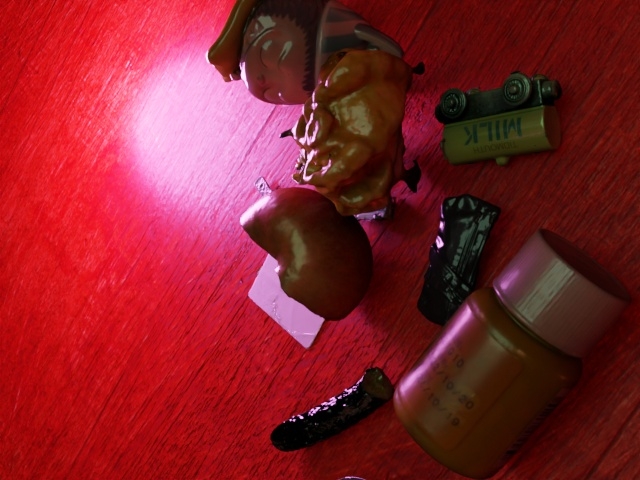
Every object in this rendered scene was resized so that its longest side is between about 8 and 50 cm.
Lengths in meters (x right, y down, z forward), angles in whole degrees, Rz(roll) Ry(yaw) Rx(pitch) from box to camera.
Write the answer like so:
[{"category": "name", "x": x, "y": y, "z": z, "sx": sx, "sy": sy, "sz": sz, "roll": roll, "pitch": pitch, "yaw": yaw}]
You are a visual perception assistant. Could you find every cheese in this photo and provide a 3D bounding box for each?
[{"category": "cheese", "x": -0.095, "y": -0.072, "z": 2.105, "sx": 0.097, "sy": 0.037, "sz": 0.192, "roll": -48, "pitch": 54, "yaw": 19}]

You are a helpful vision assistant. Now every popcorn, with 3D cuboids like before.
[{"category": "popcorn", "x": 0.058, "y": -0.204, "z": 1.814, "sx": 0.281, "sy": 0.297, "sz": 0.316, "roll": -1, "pitch": 93, "yaw": 7}]

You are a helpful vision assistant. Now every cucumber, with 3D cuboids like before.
[{"category": "cucumber", "x": 0.014, "y": 0.350, "z": 1.893, "sx": 0.303, "sy": 0.072, "sz": 0.081, "roll": -37, "pitch": 61, "yaw": 30}]

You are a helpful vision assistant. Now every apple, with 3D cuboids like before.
[{"category": "apple", "x": 0.000, "y": 0.000, "z": 1.879, "sx": 0.163, "sy": 0.251, "sz": 0.293, "roll": -45, "pitch": 61, "yaw": 19}]

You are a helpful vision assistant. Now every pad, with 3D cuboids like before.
[{"category": "pad", "x": -0.060, "y": 0.108, "z": 2.057, "sx": 0.232, "sy": 0.004, "sz": 0.156, "roll": 38, "pitch": 106, "yaw": 40}]

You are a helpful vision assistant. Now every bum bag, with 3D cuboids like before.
[{"category": "bum bag", "x": 0.252, "y": 0.039, "z": 1.766, "sx": 0.123, "sy": 0.060, "sz": 0.248, "roll": 25, "pitch": 98, "yaw": 43}]

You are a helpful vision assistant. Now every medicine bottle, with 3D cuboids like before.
[{"category": "medicine bottle", "x": 0.310, "y": 0.184, "z": 1.572, "sx": 0.384, "sy": 0.224, "sz": 0.224, "roll": -54, "pitch": 52, "yaw": 19}]

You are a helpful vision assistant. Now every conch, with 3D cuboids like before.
[{"category": "conch", "x": -0.030, "y": -0.159, "z": 2.042, "sx": 0.121, "sy": 0.074, "sz": 0.089, "roll": -29, "pitch": 25, "yaw": 56}]

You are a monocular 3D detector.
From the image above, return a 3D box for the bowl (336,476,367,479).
[{"category": "bowl", "x": 0.090, "y": 0.537, "z": 1.758, "sx": 0.211, "sy": 0.112, "sz": 0.211, "roll": -9, "pitch": 75, "yaw": 39}]

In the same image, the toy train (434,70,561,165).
[{"category": "toy train", "x": 0.322, "y": -0.213, "z": 1.746, "sx": 0.253, "sy": 0.105, "sz": 0.157, "roll": -6, "pitch": 90, "yaw": 40}]

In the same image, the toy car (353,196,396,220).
[{"category": "toy car", "x": 0.096, "y": -0.065, "z": 1.940, "sx": 0.122, "sy": 0.035, "sz": 0.059, "roll": -3, "pitch": 75, "yaw": 46}]

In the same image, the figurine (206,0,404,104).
[{"category": "figurine", "x": 0.001, "y": -0.369, "z": 1.998, "sx": 0.377, "sy": 0.361, "sz": 0.266, "roll": 31, "pitch": 107, "yaw": 7}]
